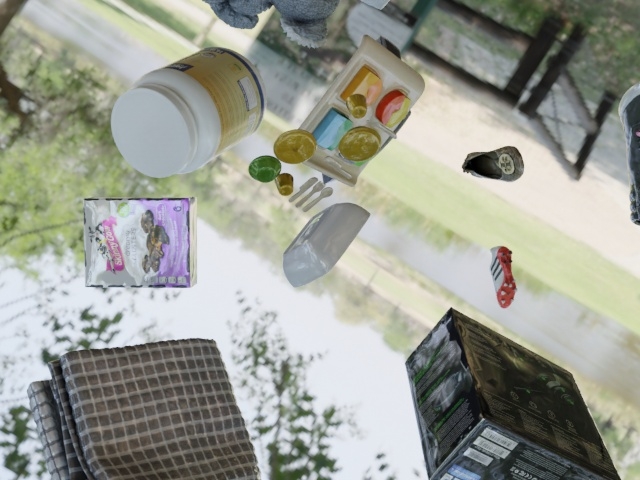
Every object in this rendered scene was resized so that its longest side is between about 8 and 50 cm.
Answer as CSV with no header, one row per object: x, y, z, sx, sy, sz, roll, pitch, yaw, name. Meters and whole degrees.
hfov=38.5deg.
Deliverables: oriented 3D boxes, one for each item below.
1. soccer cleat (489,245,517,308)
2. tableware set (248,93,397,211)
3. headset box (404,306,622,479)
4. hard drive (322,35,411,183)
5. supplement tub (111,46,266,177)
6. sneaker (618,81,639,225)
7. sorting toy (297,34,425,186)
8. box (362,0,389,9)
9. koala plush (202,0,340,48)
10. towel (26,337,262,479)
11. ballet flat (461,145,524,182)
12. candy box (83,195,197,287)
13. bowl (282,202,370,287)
0.238,0.047,1.206,0.029,0.083,0.035,-10,-171,-24,soccer cleat
-0.001,-0.101,1.009,0.104,0.154,0.024,32,-149,-36,tableware set
0.267,0.256,1.329,0.246,0.131,0.283,28,-156,-18,headset box
0.071,-0.221,1.610,0.054,0.172,0.255,5,153,-27,hard drive
-0.281,-0.279,1.987,0.228,0.228,0.316,34,-146,9,supplement tub
0.512,-0.119,1.378,0.105,0.146,0.296,-7,153,15,sneaker
0.063,-0.186,1.388,0.038,0.208,0.193,41,-168,33,sorting toy
0.116,-0.611,1.551,0.168,0.345,0.215,22,162,-13,box
-0.065,-0.416,1.473,0.221,0.196,0.203,27,-170,10,koala plush
-0.222,0.254,1.216,0.284,0.121,0.235,1,-119,-49,towel
0.385,-0.172,2.078,0.058,0.084,0.250,-10,-171,-16,ballet flat
-0.327,0.003,1.668,0.196,0.164,0.070,0,-175,4,candy box
0.000,0.000,1.425,0.053,0.142,0.142,43,152,-10,bowl
